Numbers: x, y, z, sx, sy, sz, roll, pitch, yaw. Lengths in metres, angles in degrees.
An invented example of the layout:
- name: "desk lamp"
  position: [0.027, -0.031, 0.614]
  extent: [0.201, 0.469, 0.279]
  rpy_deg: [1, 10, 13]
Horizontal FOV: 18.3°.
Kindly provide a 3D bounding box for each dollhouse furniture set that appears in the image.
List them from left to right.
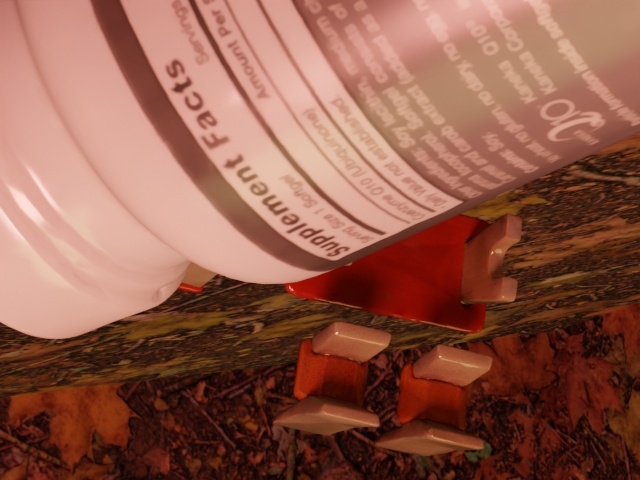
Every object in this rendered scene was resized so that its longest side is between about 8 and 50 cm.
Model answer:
- name: "dollhouse furniture set"
  position: [0.000, 0.000, 1.347]
  extent: [0.259, 0.262, 0.135]
  rpy_deg: [14, 164, -20]

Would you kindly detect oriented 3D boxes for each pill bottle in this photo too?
- name: "pill bottle"
  position: [0.018, -0.109, 0.735]
  extent: [0.363, 0.210, 0.210]
  rpy_deg: [-24, 166, 23]
